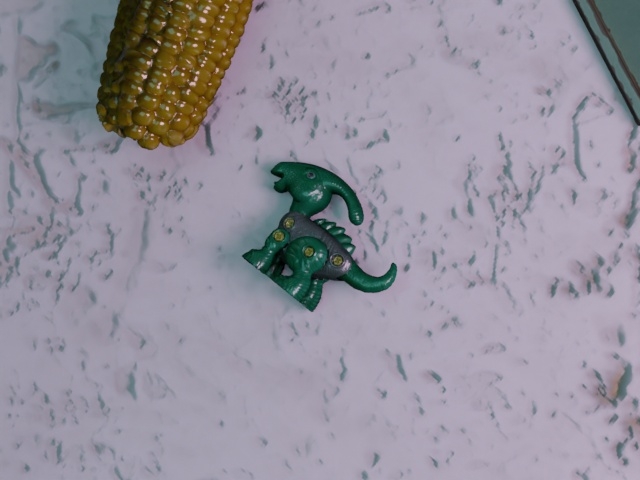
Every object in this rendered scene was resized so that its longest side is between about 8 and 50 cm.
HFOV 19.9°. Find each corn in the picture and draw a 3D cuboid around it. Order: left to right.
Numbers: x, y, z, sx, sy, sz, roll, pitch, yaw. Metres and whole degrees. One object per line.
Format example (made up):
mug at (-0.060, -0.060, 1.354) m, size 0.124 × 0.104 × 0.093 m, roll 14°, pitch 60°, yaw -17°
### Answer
corn at (-0.090, -0.221, 1.379) m, size 0.115 × 0.115 × 0.318 m, roll 14°, pitch 89°, yaw 12°

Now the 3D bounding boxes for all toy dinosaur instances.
toy dinosaur at (0.000, 0.000, 1.374) m, size 0.132 × 0.059 × 0.096 m, roll 35°, pitch 88°, yaw 20°

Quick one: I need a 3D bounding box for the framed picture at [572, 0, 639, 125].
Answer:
framed picture at (0.321, -0.257, 1.338) m, size 0.315 × 0.024 × 0.232 m, roll -27°, pitch 82°, yaw 10°
